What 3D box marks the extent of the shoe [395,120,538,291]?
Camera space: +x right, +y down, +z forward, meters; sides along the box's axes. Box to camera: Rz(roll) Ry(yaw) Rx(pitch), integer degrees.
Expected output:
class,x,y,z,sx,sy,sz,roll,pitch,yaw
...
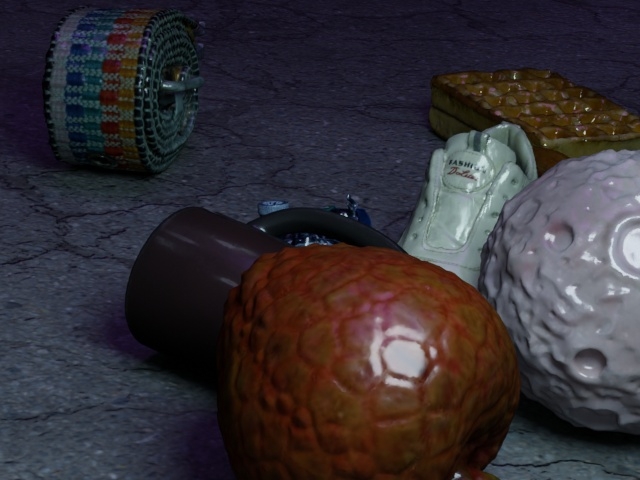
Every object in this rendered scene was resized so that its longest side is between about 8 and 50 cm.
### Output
class,x,y,z,sx,sy,sz,roll,pitch,yaw
shoe,0.134,-0.008,1.614,0.132,0.210,0.342,13,23,20

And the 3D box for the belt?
class,x,y,z,sx,sy,sz,roll,pitch,yaw
belt,-0.231,-0.191,2.022,0.161,0.206,0.295,4,6,10

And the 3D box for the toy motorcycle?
class,x,y,z,sx,sy,sz,roll,pitch,yaw
toy motorcycle,0.000,0.000,1.719,0.136,0.092,0.254,-3,9,-9

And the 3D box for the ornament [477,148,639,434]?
class,x,y,z,sx,sy,sz,roll,pitch,yaw
ornament,0.262,0.053,1.450,0.225,0.259,0.259,-35,19,11

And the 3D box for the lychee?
class,x,y,z,sx,sy,sz,roll,pitch,yaw
lychee,0.045,0.124,1.236,0.300,0.255,0.255,31,31,22

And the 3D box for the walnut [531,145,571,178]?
class,x,y,z,sx,sy,sz,roll,pitch,yaw
walnut,0.274,-0.044,1.890,0.116,0.115,0.207,-9,32,-30

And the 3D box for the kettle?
class,x,y,z,sx,sy,sz,roll,pitch,yaw
kettle,-0.033,0.058,1.488,0.232,0.144,0.202,23,57,29

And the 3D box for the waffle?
class,x,y,z,sx,sy,sz,roll,pitch,yaw
waffle,0.301,-0.150,2.178,0.213,0.091,0.308,-6,25,-26
